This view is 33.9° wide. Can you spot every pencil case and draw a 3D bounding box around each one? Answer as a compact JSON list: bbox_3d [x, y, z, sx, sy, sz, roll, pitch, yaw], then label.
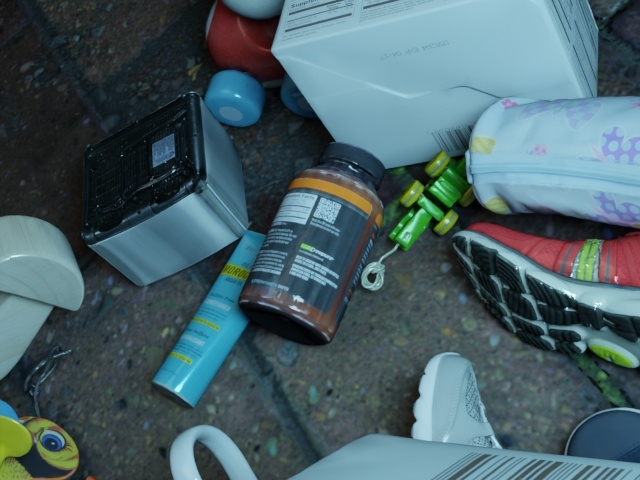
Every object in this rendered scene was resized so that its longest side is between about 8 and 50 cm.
[{"bbox_3d":[0.256,-0.064,0.892,0.124,0.113,0.273,-35,29,-31],"label":"pencil case"}]

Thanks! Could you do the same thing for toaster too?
[{"bbox_3d":[-0.179,-0.054,1.195,0.168,0.110,0.185,-27,43,15],"label":"toaster"}]

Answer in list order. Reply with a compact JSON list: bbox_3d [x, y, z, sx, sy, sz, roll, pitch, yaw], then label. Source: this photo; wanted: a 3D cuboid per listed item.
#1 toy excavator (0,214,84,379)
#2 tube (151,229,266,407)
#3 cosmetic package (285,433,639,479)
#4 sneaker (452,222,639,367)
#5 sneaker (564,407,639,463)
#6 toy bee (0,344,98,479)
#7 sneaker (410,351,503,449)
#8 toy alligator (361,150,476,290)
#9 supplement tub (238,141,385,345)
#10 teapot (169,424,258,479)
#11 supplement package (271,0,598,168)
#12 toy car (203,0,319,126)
[{"bbox_3d":[-0.506,0.177,1.187,0.445,0.433,0.222,-6,37,-26],"label":"toy excavator"},{"bbox_3d":[-0.102,0.079,1.119,0.080,0.052,0.207,18,65,32],"label":"tube"},{"bbox_3d":[0.100,0.343,0.539,0.329,0.327,0.393,-1,97,32],"label":"cosmetic package"},{"bbox_3d":[0.247,0.037,0.917,0.279,0.107,0.118,21,55,35],"label":"sneaker"},{"bbox_3d":[0.273,0.232,0.743,0.126,0.127,0.321,-38,48,7],"label":"sneaker"},{"bbox_3d":[-0.312,0.227,1.068,0.162,0.195,0.298,37,56,11],"label":"toy bee"},{"bbox_3d":[0.148,0.222,0.853,0.115,0.105,0.281,-16,65,12],"label":"sneaker"},{"bbox_3d":[0.103,-0.028,1.061,0.189,0.056,0.051,-50,5,2],"label":"toy alligator"},{"bbox_3d":[0.000,0.000,1.065,0.106,0.106,0.198,11,67,35],"label":"supplement tub"},{"bbox_3d":[-0.047,0.306,0.848,0.256,0.187,0.252,13,69,37],"label":"teapot"},{"bbox_3d":[0.122,-0.200,1.045,0.262,0.204,0.145,-8,53,27],"label":"supplement package"},{"bbox_3d":[-0.074,-0.289,1.203,0.210,0.238,0.219,-2,60,30],"label":"toy car"}]
